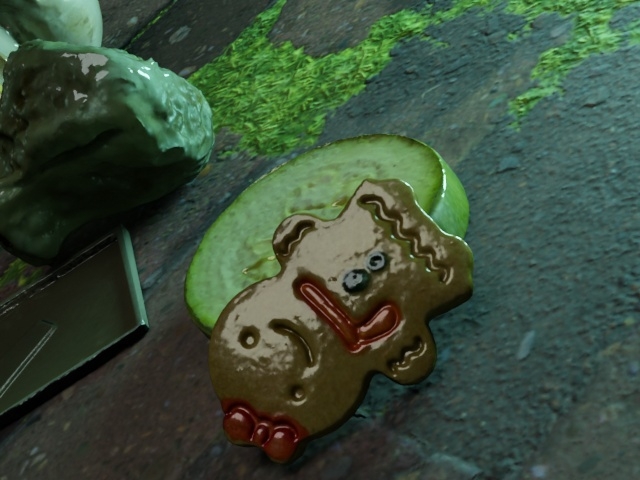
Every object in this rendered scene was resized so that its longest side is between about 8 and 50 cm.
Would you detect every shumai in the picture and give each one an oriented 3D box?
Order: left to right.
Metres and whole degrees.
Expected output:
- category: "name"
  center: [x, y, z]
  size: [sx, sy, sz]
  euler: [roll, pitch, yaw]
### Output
- category: "shumai"
  center: [-0.231, -0.078, 1.274]
  size: [0.261, 0.225, 0.221]
  euler: [-3, 70, 55]

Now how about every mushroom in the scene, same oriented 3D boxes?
- category: "mushroom"
  center: [-0.435, -0.257, 1.601]
  size: [0.298, 0.297, 0.290]
  euler: [-20, 40, 25]

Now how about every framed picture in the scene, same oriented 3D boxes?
- category: "framed picture"
  center: [-0.289, 0.104, 1.236]
  size: [0.265, 0.018, 0.192]
  euler: [-32, 32, 5]

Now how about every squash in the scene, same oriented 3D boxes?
- category: "squash"
  center: [0.000, 0.000, 1.065]
  size: [0.252, 0.049, 0.252]
  euler: [-24, 35, 18]

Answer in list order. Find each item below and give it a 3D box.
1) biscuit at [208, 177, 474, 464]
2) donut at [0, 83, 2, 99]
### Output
- category: "biscuit"
  center: [0.005, 0.057, 0.932]
  size: [0.225, 0.036, 0.166]
  euler: [-41, 67, 0]
- category: "donut"
  center: [-0.396, -0.096, 1.461]
  size: [0.174, 0.190, 0.075]
  euler: [-18, 0, 22]
